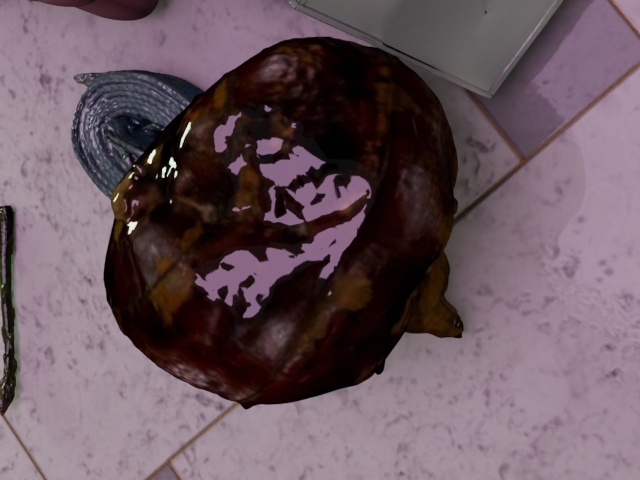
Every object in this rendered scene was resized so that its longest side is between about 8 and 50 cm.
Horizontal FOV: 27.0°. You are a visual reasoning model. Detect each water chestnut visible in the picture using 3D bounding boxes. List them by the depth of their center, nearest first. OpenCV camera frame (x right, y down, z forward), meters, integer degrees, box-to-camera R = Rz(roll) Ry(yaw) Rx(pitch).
[{"bbox_3d":[0.000,0.000,1.147,0.347,0.335,0.335,35,113,-16],"label":"water chestnut"}]

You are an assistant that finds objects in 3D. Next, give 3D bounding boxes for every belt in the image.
[{"bbox_3d":[-0.167,-0.095,1.320,0.163,0.082,0.147,5,94,25],"label":"belt"}]

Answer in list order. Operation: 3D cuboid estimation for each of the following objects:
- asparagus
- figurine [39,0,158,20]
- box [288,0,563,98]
[{"bbox_3d":[-0.345,0.077,1.462,0.023,0.022,0.232,-1,95,-18],"label":"asparagus"},{"bbox_3d":[-0.285,-0.332,1.268,0.261,0.270,0.211,11,96,16],"label":"figurine"},{"bbox_3d":[0.083,-0.223,1.098,0.129,0.225,0.086,-54,42,21],"label":"box"}]
